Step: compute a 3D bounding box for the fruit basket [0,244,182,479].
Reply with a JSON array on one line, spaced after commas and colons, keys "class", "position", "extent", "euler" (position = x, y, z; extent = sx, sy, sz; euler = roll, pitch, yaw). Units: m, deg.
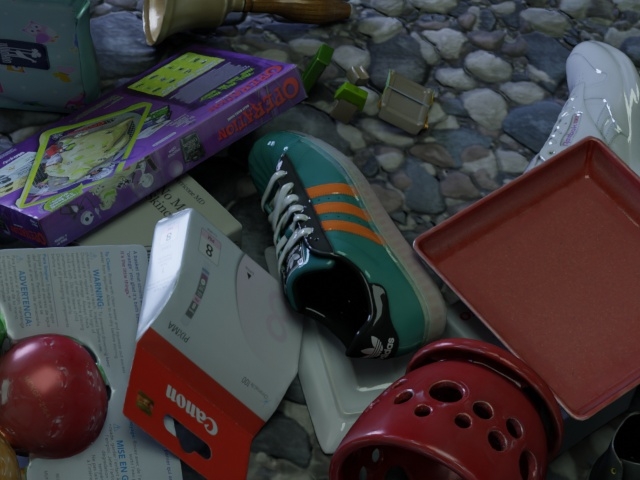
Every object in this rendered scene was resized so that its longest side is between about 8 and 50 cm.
[{"class": "fruit basket", "position": [-0.308, 0.164, 1.687], "extent": [0.353, 0.165, 0.327], "euler": [-1, 70, -31]}]

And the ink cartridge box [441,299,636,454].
[{"class": "ink cartridge box", "position": [0.220, 0.123, 1.876], "extent": [0.127, 0.072, 0.175], "euler": [-29, 59, -25]}]

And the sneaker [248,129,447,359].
[{"class": "sneaker", "position": [0.000, 0.000, 1.879], "extent": [0.121, 0.108, 0.302], "euler": [-13, 52, -40]}]

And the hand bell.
[{"class": "hand bell", "position": [-0.081, -0.282, 2.177], "extent": [0.242, 0.126, 0.126], "euler": [4, 50, -19]}]

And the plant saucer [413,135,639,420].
[{"class": "plant saucer", "position": [0.266, 0.042, 1.862], "extent": [0.258, 0.047, 0.259], "euler": [-30, 63, -24]}]

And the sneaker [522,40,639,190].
[{"class": "sneaker", "position": [0.293, -0.109, 2.043], "extent": [0.152, 0.114, 0.305], "euler": [0, 51, -6]}]

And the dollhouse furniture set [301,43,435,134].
[{"class": "dollhouse furniture set", "position": [0.053, -0.165, 2.126], "extent": [0.152, 0.058, 0.076], "euler": [26, 43, -9]}]

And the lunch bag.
[{"class": "lunch bag", "position": [-0.352, -0.272, 2.046], "extent": [0.262, 0.223, 0.160], "euler": [39, 64, 22]}]

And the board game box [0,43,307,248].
[{"class": "board game box", "position": [-0.208, -0.108, 1.979], "extent": [0.347, 0.056, 0.208], "euler": [-33, 25, -27]}]

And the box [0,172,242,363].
[{"class": "box", "position": [-0.218, 0.046, 1.885], "extent": [0.275, 0.094, 0.113], "euler": [-34, 61, -27]}]

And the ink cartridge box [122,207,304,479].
[{"class": "ink cartridge box", "position": [-0.099, 0.111, 1.794], "extent": [0.066, 0.189, 0.232], "euler": [-25, 41, 27]}]

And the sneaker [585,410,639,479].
[{"class": "sneaker", "position": [0.288, 0.276, 1.730], "extent": [0.083, 0.118, 0.222], "euler": [3, 51, -3]}]

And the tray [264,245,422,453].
[{"class": "tray", "position": [0.040, 0.094, 1.912], "extent": [0.145, 0.030, 0.270], "euler": [-8, 52, -13]}]

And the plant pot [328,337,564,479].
[{"class": "plant pot", "position": [0.129, 0.199, 1.734], "extent": [0.191, 0.191, 0.174], "euler": [26, 51, 15]}]
